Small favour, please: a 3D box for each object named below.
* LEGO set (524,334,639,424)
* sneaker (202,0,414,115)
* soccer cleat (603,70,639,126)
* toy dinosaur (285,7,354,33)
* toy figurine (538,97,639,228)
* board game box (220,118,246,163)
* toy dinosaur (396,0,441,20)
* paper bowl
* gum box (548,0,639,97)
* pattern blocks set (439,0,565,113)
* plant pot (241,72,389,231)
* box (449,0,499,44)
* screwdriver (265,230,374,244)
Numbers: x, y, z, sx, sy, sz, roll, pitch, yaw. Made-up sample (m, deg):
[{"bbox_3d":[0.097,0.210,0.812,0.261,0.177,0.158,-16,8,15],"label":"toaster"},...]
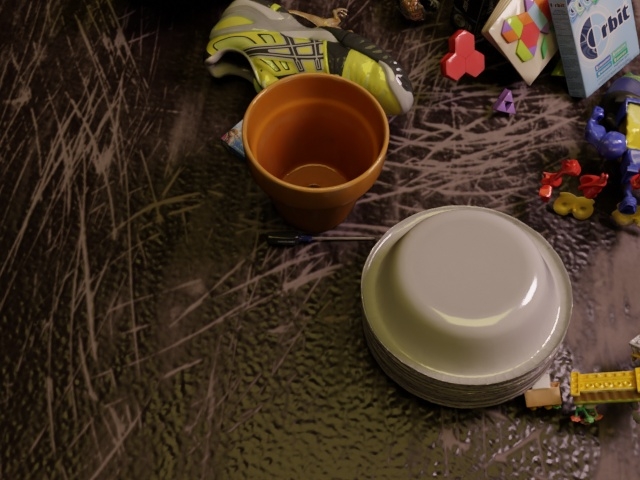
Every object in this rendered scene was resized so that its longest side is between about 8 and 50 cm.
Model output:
[{"bbox_3d":[0.428,0.206,0.962,0.287,0.107,0.132,-24,23,-8],"label":"LEGO set"},{"bbox_3d":[-0.024,-0.276,1.184,0.384,0.145,0.147,26,72,23],"label":"sneaker"},{"bbox_3d":[0.615,-0.196,1.168,0.289,0.093,0.121,30,59,13],"label":"soccer cleat"},{"bbox_3d":[0.014,-0.377,1.247,0.183,0.053,0.093,35,41,-8],"label":"toy dinosaur"},{"bbox_3d":[0.527,-0.145,1.043,0.362,0.191,0.217,10,72,15],"label":"toy figurine"},{"bbox_3d":[-0.104,-0.168,1.177,0.090,0.020,0.090,38,66,17],"label":"board game box"},{"bbox_3d":[0.197,-0.562,1.328,0.218,0.164,0.322,-11,84,11],"label":"toy dinosaur"},{"bbox_3d":[0.196,0.072,0.967,0.284,0.148,0.284,-2,57,4],"label":"paper bowl"},{"bbox_3d":[0.471,-0.366,1.209,0.157,0.184,0.041,-39,34,-19],"label":"gum box"},{"bbox_3d":[0.357,-0.372,1.183,0.285,0.026,0.325,23,93,-31],"label":"pattern blocks set"},{"bbox_3d":[-0.009,-0.110,1.054,0.205,0.188,0.205,1,62,-1],"label":"plant pot"},{"bbox_3d":[0.337,-0.450,1.263,0.180,0.147,0.077,-24,65,-12],"label":"box"},{"bbox_3d":[0.000,0.000,1.095,0.169,0.024,0.025,5,92,-6],"label":"screwdriver"}]
